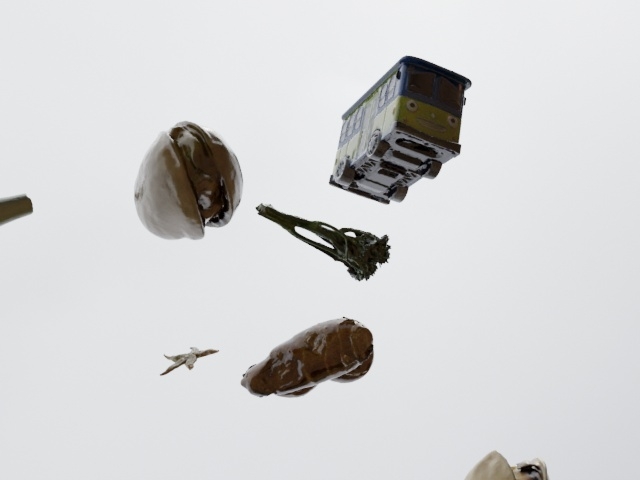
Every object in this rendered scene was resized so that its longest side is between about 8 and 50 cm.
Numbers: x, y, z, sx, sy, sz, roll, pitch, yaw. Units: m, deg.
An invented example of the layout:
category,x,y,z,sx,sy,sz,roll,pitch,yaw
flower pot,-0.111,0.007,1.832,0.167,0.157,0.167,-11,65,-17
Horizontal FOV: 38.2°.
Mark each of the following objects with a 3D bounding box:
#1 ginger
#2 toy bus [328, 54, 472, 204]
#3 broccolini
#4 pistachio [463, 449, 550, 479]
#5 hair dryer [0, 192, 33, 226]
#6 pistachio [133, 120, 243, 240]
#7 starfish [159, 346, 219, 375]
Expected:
category,x,y,z,sx,sy,sz,roll,pitch,yaw
ginger,-0.011,0.138,1.081,0.103,0.162,0.073,52,-160,-68
toy bus,0.136,-0.188,1.644,0.138,0.287,0.175,18,-112,-17
broccolini,0.003,-0.003,1.289,0.201,0.058,0.074,22,-101,-17
pistachio,0.239,0.392,1.206,0.157,0.157,0.230,21,-105,-38
hair dryer,-0.442,-0.071,1.193,0.167,0.067,0.199,-12,-40,-47
pistachio,-0.126,-0.057,0.883,0.113,0.149,0.113,6,-120,-11
starfish,-0.174,0.156,1.246,0.086,0.092,0.016,-16,-79,5
